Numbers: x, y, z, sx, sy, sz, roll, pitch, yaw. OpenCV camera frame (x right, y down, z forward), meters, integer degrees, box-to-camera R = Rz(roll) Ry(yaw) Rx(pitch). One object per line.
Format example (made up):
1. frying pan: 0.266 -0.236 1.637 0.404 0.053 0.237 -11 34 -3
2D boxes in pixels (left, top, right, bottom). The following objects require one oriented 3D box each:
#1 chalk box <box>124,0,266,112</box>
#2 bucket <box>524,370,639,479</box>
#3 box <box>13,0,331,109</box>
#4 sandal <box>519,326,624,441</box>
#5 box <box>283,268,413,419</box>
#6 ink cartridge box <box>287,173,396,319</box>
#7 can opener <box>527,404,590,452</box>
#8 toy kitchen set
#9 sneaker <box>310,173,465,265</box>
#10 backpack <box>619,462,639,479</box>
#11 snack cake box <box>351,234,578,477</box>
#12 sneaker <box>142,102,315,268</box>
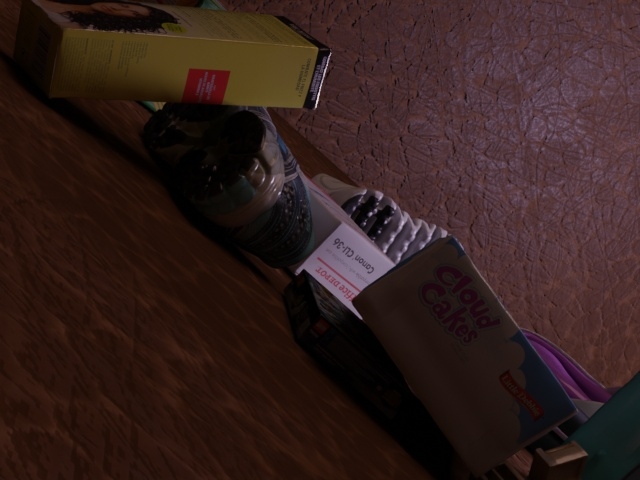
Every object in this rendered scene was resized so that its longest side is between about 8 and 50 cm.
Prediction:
1. chalk box: -0.130 -0.190 1.457 0.213 0.132 0.132 36 9 -48
2. bucket: 0.336 0.239 1.184 0.281 0.183 0.281 41 7 -6
3. box: -0.113 -0.146 1.044 0.232 0.058 0.087 -1 28 -35
4. sandal: 0.339 0.200 1.572 0.169 0.102 0.416 -16 39 -44
5. box: 0.019 0.075 1.015 0.094 0.027 0.137 43 5 -14
6. ink cartridge box: 0.000 0.000 1.251 0.115 0.067 0.198 37 8 -46
7. can opener: 0.211 0.160 1.471 0.283 0.076 0.095 42 6 -12
8. toy kitchen set: 0.129 0.166 0.929 0.068 0.083 0.075 -11 38 -28
9. sneaker: 0.087 0.001 1.719 0.292 0.110 0.118 38 -2 -41
10. backpack: 0.279 0.217 0.929 0.144 0.188 0.166 38 8 -42
11. snack cake box: 0.104 0.080 1.039 0.152 0.089 0.264 56 2 2
12. sneaker: -0.073 -0.060 1.154 0.122 0.110 0.283 53 7 -27
